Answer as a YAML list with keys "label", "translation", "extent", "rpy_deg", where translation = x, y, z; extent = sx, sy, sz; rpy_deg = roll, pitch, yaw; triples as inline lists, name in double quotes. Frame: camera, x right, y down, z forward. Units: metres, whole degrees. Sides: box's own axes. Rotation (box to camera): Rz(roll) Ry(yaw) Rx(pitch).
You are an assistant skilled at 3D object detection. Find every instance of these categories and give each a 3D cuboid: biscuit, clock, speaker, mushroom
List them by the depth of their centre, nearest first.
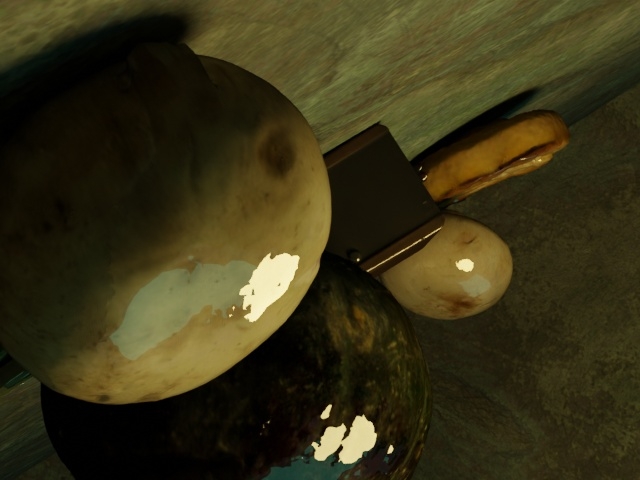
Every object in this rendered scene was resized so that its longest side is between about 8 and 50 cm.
- label: "mushroom"
  translation: [-0.107, -0.012, 0.881]
  extent: [0.255, 0.255, 0.184]
  rpy_deg: [-31, -141, -7]
- label: "clock"
  translation: [-0.361, 0.155, 1.697]
  extent: [0.235, 0.029, 0.235]
  rpy_deg: [-34, -179, 1]
- label: "speaker"
  translation: [0.043, -0.028, 1.774]
  extent: [0.192, 0.153, 0.231]
  rpy_deg: [-32, 175, -6]
- label: "mushroom"
  translation: [0.206, 0.031, 2.274]
  extent: [0.226, 0.226, 0.178]
  rpy_deg: [-39, -152, 55]
- label: "biscuit"
  translation: [0.276, -0.139, 2.315]
  extent: [0.296, 0.102, 0.296]
  rpy_deg: [-25, 177, -1]

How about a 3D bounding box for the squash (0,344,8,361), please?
- label: "squash"
  translation: [-0.384, 0.139, 1.588]
  extent: [0.089, 0.027, 0.027]
  rpy_deg: [-37, 173, 31]

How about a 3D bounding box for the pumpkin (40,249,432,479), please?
- label: "pumpkin"
  translation: [-0.093, 0.171, 1.555]
  extent: [0.454, 0.344, 0.454]
  rpy_deg: [-6, 159, -2]
